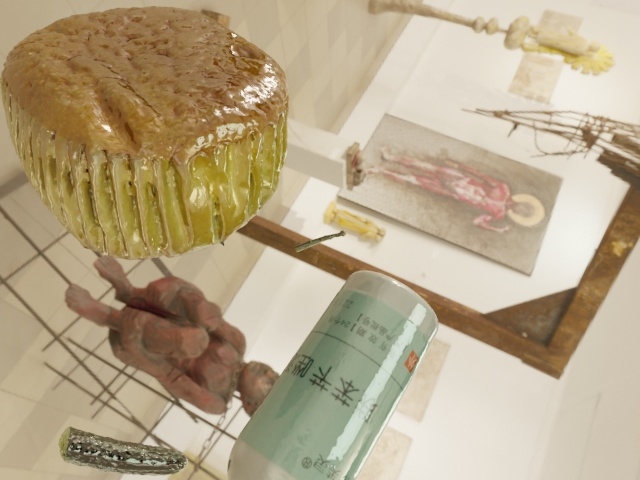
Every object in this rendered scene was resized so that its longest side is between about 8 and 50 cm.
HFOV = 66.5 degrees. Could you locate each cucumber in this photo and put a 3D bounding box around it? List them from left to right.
[{"bbox_3d":[-0.319,0.357,0.809,0.052,0.214,0.058,-53,-149,19],"label":"cucumber"}]

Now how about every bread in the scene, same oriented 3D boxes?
[{"bbox_3d":[-0.155,-0.110,0.451,0.227,0.253,0.143,-25,140,-29],"label":"bread"}]

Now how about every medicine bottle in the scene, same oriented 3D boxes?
[{"bbox_3d":[-0.018,0.192,0.443,0.352,0.110,0.110,-53,160,-23],"label":"medicine bottle"}]

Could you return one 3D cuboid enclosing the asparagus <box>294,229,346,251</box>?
[{"bbox_3d":[0.000,0.000,1.122,0.015,0.126,0.018,44,30,-58],"label":"asparagus"}]
